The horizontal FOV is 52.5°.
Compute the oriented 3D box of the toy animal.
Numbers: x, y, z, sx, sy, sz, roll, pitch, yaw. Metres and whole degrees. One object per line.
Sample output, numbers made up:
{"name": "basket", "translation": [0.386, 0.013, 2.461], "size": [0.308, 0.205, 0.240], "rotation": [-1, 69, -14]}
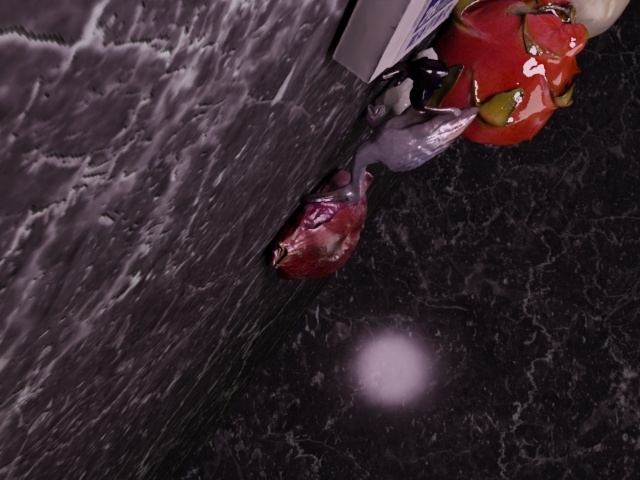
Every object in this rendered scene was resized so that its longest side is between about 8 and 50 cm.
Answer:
{"name": "toy animal", "translation": [0.121, -0.160, 1.055], "size": [0.324, 0.195, 0.090], "rotation": [-54, -147, 39]}

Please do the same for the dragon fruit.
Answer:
{"name": "dragon fruit", "translation": [0.355, -0.352, 1.234], "size": [0.305, 0.305, 0.226], "rotation": [-51, 173, -26]}

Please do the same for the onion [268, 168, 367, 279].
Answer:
{"name": "onion", "translation": [0.000, 0.000, 1.206], "size": [0.283, 0.120, 0.227], "rotation": [-44, 164, -55]}

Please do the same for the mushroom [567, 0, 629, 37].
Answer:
{"name": "mushroom", "translation": [0.627, -0.647, 1.572], "size": [0.315, 0.315, 0.356], "rotation": [-58, 168, 29]}

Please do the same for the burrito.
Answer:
{"name": "burrito", "translation": [0.143, -0.261, 1.133], "size": [0.203, 0.064, 0.064], "rotation": [-53, 174, -23]}

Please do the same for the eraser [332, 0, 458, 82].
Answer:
{"name": "eraser", "translation": [0.103, -0.274, 0.729], "size": [0.210, 0.068, 0.124], "rotation": [-48, 174, -42]}
